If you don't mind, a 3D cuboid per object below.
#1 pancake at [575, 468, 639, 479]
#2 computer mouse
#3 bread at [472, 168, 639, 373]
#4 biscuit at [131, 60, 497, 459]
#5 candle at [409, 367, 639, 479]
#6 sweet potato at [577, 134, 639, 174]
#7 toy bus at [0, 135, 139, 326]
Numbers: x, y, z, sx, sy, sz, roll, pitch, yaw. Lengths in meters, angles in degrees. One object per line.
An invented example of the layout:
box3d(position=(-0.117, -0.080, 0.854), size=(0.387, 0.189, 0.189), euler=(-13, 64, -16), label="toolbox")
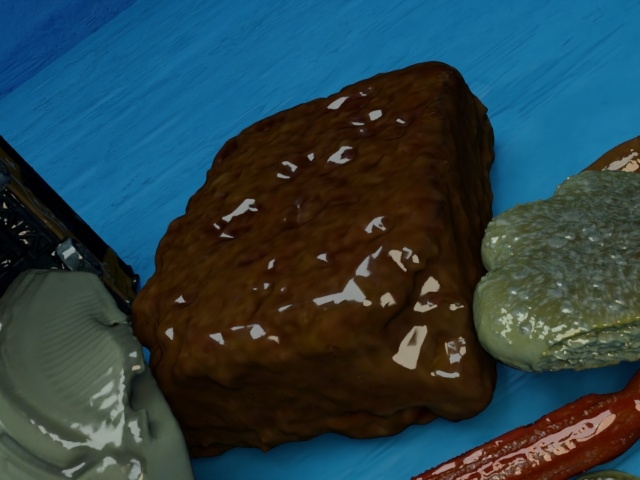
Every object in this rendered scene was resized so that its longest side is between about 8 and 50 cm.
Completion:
box3d(position=(0.185, 0.195, 0.426), size=(0.108, 0.017, 0.108), euler=(-23, 33, 16), label="pancake")
box3d(position=(-0.230, 0.167, 0.605), size=(0.145, 0.228, 0.429), euler=(-17, 25, -25), label="computer mouse")
box3d(position=(0.240, 0.003, 0.510), size=(0.286, 0.056, 0.207), euler=(-13, 33, -3), label="bread")
box3d(position=(0.000, 0.000, 0.675), size=(0.343, 0.166, 0.395), euler=(-14, 39, 24), label="biscuit")
box3d(position=(0.125, 0.166, 0.478), size=(0.329, 0.051, 0.048), euler=(-29, 34, 11), label="candle")
box3d(position=(0.314, -0.077, 0.600), size=(0.202, 0.055, 0.058), euler=(-20, 67, 19), label="sweet potato")
box3d(position=(-0.386, 0.004, 0.843), size=(0.162, 0.323, 0.194), euler=(-40, 23, -3), label="toy bus")
